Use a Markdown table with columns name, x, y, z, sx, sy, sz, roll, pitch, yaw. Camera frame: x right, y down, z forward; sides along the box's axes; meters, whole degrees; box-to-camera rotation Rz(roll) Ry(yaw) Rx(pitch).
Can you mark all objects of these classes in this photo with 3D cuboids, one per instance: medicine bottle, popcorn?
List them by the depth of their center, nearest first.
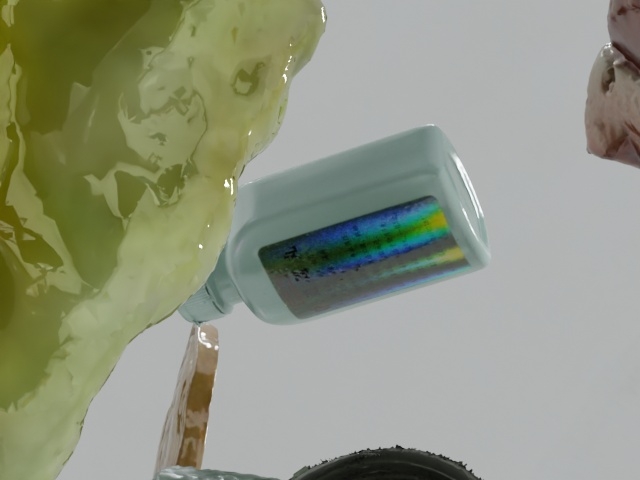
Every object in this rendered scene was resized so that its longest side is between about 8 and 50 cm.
| name | x | y | z | sx | sy | sz | roll | pitch | yaw |
| --- | --- | --- | --- | --- | --- | --- | --- | --- | --- |
| popcorn | -0.147 | -0.043 | 0.460 | 0.293 | 0.237 | 0.293 | 2 | -87 | 35 |
| medicine bottle | 0.000 | 0.000 | 1.461 | 0.228 | 0.121 | 0.083 | -18 | -133 | 13 |

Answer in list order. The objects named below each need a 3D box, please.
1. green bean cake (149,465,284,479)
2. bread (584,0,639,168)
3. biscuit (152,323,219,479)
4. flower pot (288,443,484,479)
| name | x | y | z | sx | sy | sz | roll | pitch | yaw |
| --- | --- | --- | --- | --- | --- | --- | --- | --- | --- |
| green bean cake | -0.067 | 0.325 | 1.171 | 0.169 | 0.308 | 0.300 | 9 | -137 | 0 |
| bread | 0.344 | -0.186 | 1.483 | 0.295 | 0.328 | 0.114 | -20 | -132 | -21 |
| biscuit | -0.112 | 0.162 | 1.591 | 0.029 | 0.142 | 0.221 | 12 | -124 | -8 |
| flower pot | 0.056 | 0.263 | 1.338 | 0.235 | 0.140 | 0.236 | -8 | -114 | 18 |
